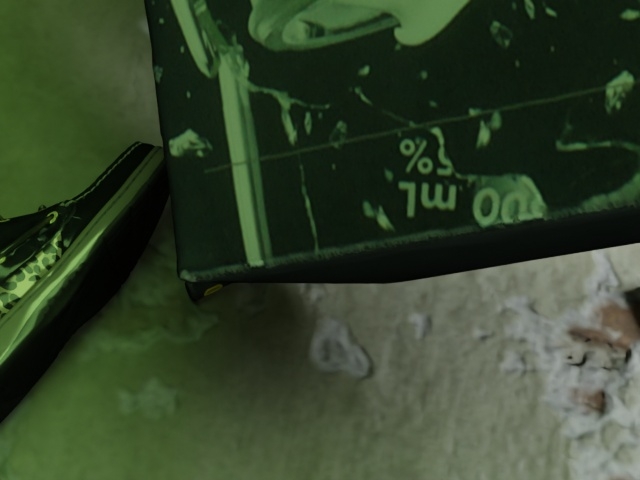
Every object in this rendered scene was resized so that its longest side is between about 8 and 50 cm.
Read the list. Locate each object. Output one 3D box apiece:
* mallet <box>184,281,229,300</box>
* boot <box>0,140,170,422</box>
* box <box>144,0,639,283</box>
[{"bbox_3d":[0.000,0.000,0.836,0.190,0.062,0.039,-26,68,-8],"label":"mallet"},{"bbox_3d":[-0.215,-0.007,0.765,0.179,0.085,0.236,30,59,10],"label":"boot"},{"bbox_3d":[0.169,-0.242,0.610,0.480,0.297,0.471,-11,86,23],"label":"box"}]
